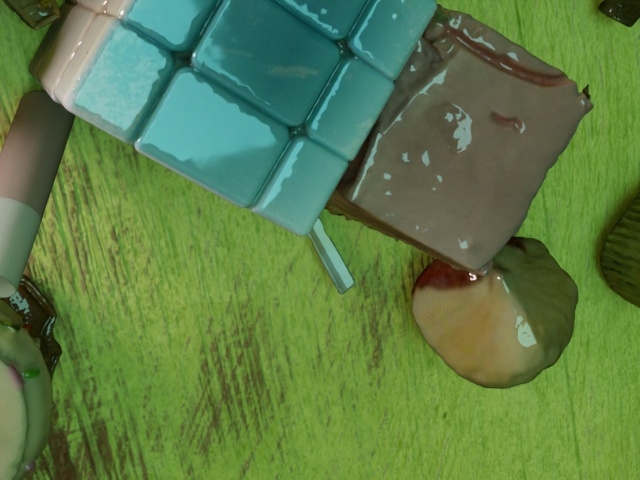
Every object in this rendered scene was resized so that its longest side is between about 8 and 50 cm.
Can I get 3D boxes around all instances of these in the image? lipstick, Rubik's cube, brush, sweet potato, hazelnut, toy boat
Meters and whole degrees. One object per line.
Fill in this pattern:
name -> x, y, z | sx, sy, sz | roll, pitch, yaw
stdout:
lipstick -> -0.357, -0.059, 1.067 | 0.070, 0.070, 0.255 | 28, 53, -30
Rubik's cube -> -0.117, -0.238, 1.065 | 0.321, 0.318, 0.316 | 30, 93, -29
brush -> 0.000, 0.000, 1.367 | 0.033, 0.030, 0.179 | -31, 107, -6
sweet potato -> 0.520, -0.481, 1.435 | 0.112, 0.085, 0.286 | 31, 80, -64
hazelnut -> 0.275, 0.102, 1.402 | 0.261, 0.261, 0.241 | -24, 151, -17
toy boat -> -0.372, -0.344, 1.020 | 0.068, 0.088, 0.226 | -34, 99, -17

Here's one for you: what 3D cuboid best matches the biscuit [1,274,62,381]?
biscuit -> -0.437, 0.157, 1.203 | 0.182, 0.034, 0.215 | -14, 112, -20

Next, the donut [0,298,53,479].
donut -> -0.498, 0.164, 1.077 | 0.371, 0.150, 0.307 | 26, 108, -23

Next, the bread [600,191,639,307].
bread -> 0.627, 0.007, 1.604 | 0.227, 0.142, 0.254 | 32, 88, -29

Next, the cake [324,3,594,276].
cake -> 0.127, -0.143, 1.219 | 0.293, 0.306, 0.314 | 24, 95, -28
